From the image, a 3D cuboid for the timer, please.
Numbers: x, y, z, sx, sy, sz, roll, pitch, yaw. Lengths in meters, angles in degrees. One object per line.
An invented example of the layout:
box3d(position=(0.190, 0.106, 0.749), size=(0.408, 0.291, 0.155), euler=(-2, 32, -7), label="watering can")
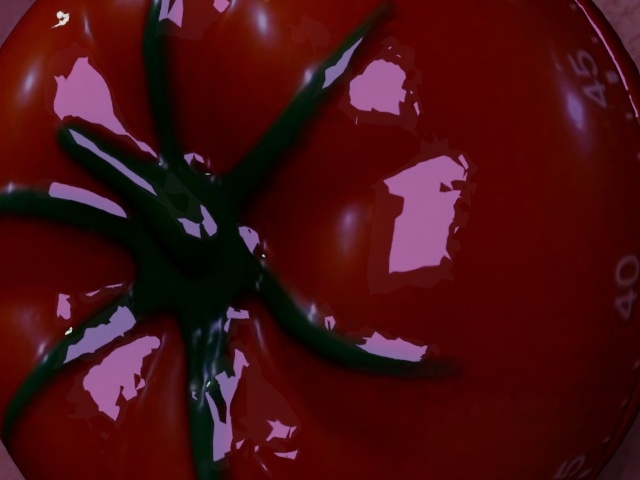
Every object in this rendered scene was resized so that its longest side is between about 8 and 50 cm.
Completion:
box3d(position=(0.000, 0.000, 0.999), size=(0.378, 0.279, 0.378), euler=(2, 93, 35), label="timer")
